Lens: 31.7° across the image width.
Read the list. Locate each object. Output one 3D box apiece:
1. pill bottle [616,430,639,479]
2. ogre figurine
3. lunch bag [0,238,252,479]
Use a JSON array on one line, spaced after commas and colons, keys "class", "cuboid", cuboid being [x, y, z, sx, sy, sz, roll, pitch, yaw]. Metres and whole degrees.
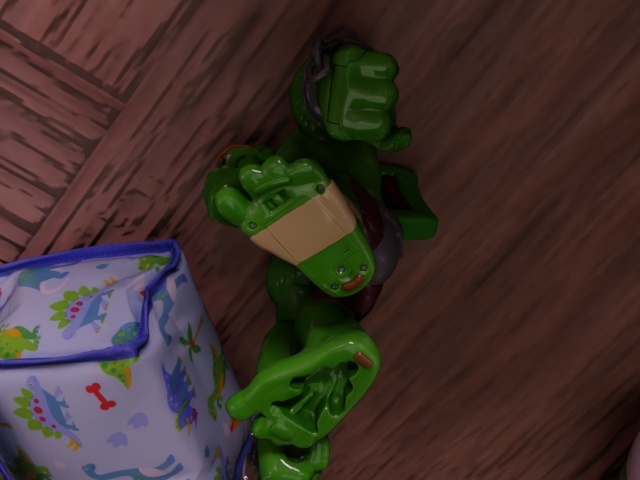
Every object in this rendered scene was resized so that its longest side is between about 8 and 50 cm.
[{"class": "pill bottle", "cuboid": [0.196, 0.218, 0.595, 0.136, 0.136, 0.245, 7, 121, -7]}, {"class": "ogre figurine", "cuboid": [0.000, 0.000, 0.463, 0.097, 0.118, 0.197, -9, 120, 8]}, {"class": "lunch bag", "cuboid": [-0.122, 0.078, 0.525, 0.151, 0.096, 0.128, -5, 125, 17]}]
